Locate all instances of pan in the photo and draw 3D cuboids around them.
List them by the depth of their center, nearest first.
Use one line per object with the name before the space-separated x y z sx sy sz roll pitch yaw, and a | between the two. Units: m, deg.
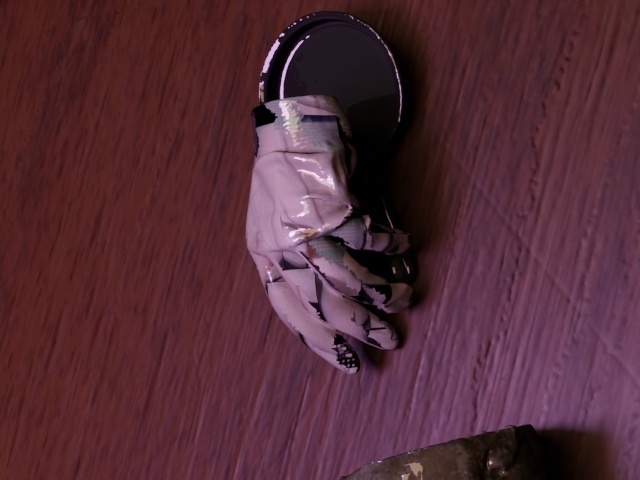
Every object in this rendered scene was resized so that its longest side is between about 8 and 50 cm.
pan | 0.029 -0.071 1.473 0.136 0.028 0.235 -28 77 31

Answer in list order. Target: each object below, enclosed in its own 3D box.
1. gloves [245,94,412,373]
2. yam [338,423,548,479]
gloves | -0.004 0.000 1.422 0.127 0.111 0.212 -10 85 39
yam | 0.104 0.265 1.293 0.161 0.161 0.268 -21 68 30
